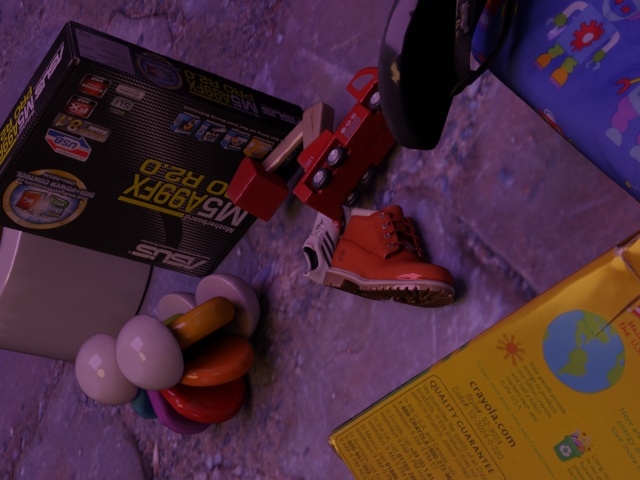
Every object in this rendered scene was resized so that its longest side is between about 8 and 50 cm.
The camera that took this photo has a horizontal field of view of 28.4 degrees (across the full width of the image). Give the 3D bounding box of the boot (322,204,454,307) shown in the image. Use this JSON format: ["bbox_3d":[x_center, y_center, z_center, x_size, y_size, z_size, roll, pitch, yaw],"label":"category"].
[{"bbox_3d":[0.063,0.011,1.068,0.158,0.059,0.084,11,81,56],"label":"boot"}]

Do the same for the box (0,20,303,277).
[{"bbox_3d":[-0.175,-0.078,1.243,0.216,0.270,0.060,-49,41,30],"label":"box"}]

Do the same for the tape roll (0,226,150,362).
[{"bbox_3d":[-0.331,0.016,1.508,0.246,0.169,0.246,-27,56,47],"label":"tape roll"}]

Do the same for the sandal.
[{"bbox_3d":[0.104,-0.181,0.853,0.054,0.097,0.254,24,100,29],"label":"sandal"}]

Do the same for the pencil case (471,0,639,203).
[{"bbox_3d":[0.214,-0.114,0.854,0.133,0.119,0.306,-47,40,10],"label":"pencil case"}]

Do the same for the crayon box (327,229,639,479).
[{"bbox_3d":[0.174,0.127,0.767,0.318,0.081,0.202,-38,81,40],"label":"crayon box"}]

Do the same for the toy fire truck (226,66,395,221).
[{"bbox_3d":[0.002,-0.087,1.176,0.192,0.047,0.135,-54,36,9],"label":"toy fire truck"}]

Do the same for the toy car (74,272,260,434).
[{"bbox_3d":[-0.136,0.124,1.244,0.182,0.159,0.136,-24,95,47],"label":"toy car"}]

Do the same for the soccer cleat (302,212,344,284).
[{"bbox_3d":[0.000,0.000,1.174,0.029,0.035,0.083,-19,62,50],"label":"soccer cleat"}]
